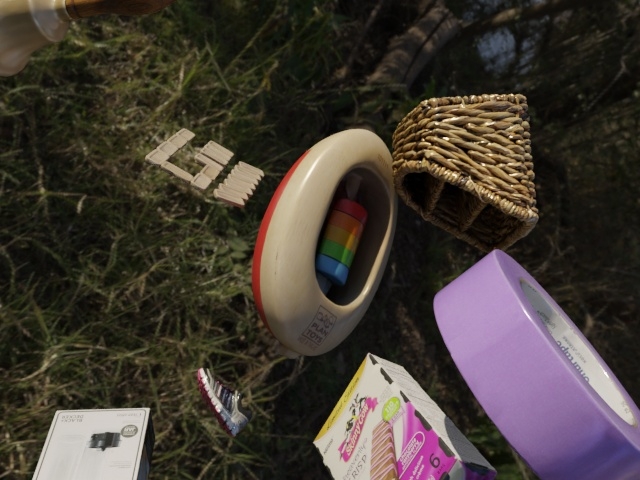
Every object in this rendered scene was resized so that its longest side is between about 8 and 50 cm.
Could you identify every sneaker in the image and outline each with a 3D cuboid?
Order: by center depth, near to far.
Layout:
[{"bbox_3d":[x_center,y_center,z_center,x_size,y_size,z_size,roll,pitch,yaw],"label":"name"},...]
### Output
[{"bbox_3d":[-0.213,0.351,1.322,0.074,0.063,0.170,-25,63,-31],"label":"sneaker"}]

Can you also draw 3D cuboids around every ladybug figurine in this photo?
[{"bbox_3d":[0.000,0.000,1.107,0.305,0.162,0.449,43,63,-44],"label":"ladybug figurine"}]

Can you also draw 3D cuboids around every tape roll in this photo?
[{"bbox_3d":[0.247,0.143,0.653,0.275,0.090,0.275,41,21,-19],"label":"tape roll"}]

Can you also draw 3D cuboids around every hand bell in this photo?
[{"bbox_3d":[-0.269,-0.264,0.669,0.126,0.242,0.126,-3,90,-78],"label":"hand bell"}]

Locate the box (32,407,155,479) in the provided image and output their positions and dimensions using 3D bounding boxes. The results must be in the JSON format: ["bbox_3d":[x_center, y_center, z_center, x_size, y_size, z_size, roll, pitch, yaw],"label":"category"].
[{"bbox_3d":[-0.374,0.414,0.951,0.290,0.169,0.087,-100,-169,-55],"label":"box"}]

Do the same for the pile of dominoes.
[{"bbox_3d":[-0.221,-0.133,1.162,0.196,0.040,0.251,30,23,-8],"label":"pile of dominoes"}]

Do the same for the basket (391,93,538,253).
[{"bbox_3d":[0.236,-0.097,1.049,0.299,0.213,0.223,74,14,-80],"label":"basket"}]

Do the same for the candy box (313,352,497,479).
[{"bbox_3d":[0.091,0.271,0.743,0.071,0.159,0.233,27,7,-26],"label":"candy box"}]
